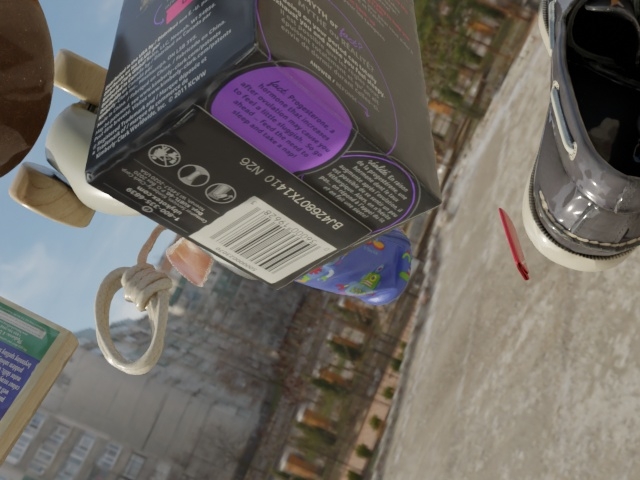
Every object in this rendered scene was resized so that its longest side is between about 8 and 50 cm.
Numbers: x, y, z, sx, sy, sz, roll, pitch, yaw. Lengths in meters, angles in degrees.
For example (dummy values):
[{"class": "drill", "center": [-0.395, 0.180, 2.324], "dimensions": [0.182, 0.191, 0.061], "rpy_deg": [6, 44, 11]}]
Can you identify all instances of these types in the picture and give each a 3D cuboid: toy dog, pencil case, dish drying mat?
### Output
[{"class": "toy dog", "center": [-0.142, -0.046, 0.719], "dimensions": [0.220, 0.334, 0.161], "rpy_deg": [-48, -28, 16]}, {"class": "pencil case", "center": [0.000, 0.000, 1.011], "dimensions": [0.133, 0.306, 0.119], "rpy_deg": [-28, 57, 36]}, {"class": "dish drying mat", "center": [0.202, 0.003, 0.795], "dimensions": [0.008, 0.032, 0.083], "rpy_deg": [-27, 39, 22]}]

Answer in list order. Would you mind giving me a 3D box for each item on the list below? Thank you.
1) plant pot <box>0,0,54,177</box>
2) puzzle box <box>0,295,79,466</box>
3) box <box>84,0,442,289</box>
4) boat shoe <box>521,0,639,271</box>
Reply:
[{"class": "plant pot", "center": [-0.358, -0.137, 0.559], "dimensions": [0.215, 0.215, 0.230], "rpy_deg": [-67, -13, 15]}, {"class": "puzzle box", "center": [-0.542, 0.149, 0.923], "dimensions": [0.052, 0.409, 0.272], "rpy_deg": [97, -161, -63]}, {"class": "box", "center": [-0.032, -0.132, 0.514], "dimensions": [0.143, 0.165, 0.270], "rpy_deg": [-28, 45, 31]}, {"class": "boat shoe", "center": [0.136, -0.088, 0.337], "dimensions": [0.065, 0.075, 0.206], "rpy_deg": [92, -166, -64]}]
